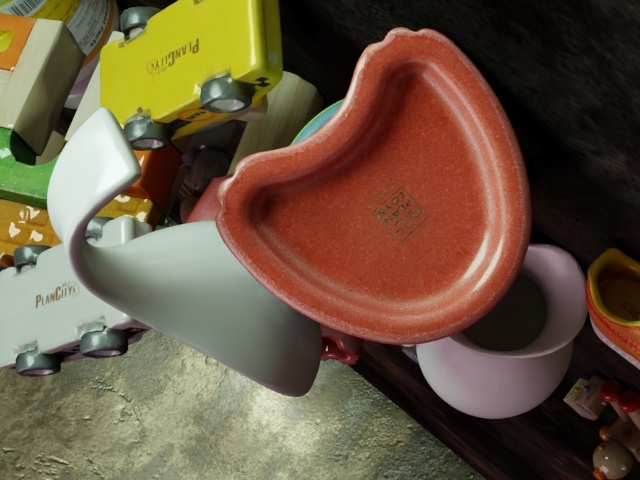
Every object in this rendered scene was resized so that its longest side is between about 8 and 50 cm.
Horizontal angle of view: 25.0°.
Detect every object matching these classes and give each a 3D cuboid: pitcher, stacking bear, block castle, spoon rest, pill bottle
[{"bbox_3d":[0.111,0.068,1.132,0.177,0.126,0.207,3,164,5],"label":"pitcher"},{"bbox_3d":[0.040,-0.028,0.968,0.164,0.175,0.289,48,-178,-5],"label":"stacking bear"},{"bbox_3d":[-0.187,-0.027,1.316,0.453,0.213,0.303,13,160,24],"label":"block castle"},{"bbox_3d":[-0.082,0.018,0.903,0.276,0.084,0.137,44,-166,-54],"label":"spoon rest"},{"bbox_3d":[-0.279,-0.229,1.402,0.136,0.136,0.246,36,172,28],"label":"pill bottle"}]

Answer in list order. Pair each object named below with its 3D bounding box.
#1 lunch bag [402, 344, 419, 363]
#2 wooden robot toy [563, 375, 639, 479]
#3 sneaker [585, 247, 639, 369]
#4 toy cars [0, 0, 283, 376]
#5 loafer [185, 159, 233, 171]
[{"bbox_3d":[0.153,0.149,1.824,0.083,0.053,0.071,32,176,-10],"label":"lunch bag"},{"bbox_3d":[0.263,0.176,1.305,0.076,0.079,0.173,44,171,-30],"label":"wooden robot toy"},{"bbox_3d":[0.230,0.067,0.893,0.175,0.064,0.067,32,160,34],"label":"sneaker"},{"bbox_3d":[-0.123,-0.038,1.064,0.087,0.394,0.176,10,-151,-40],"label":"toy cars"},{"bbox_3d":[-0.088,-0.010,1.918,0.109,0.095,0.302,31,169,50],"label":"loafer"}]
